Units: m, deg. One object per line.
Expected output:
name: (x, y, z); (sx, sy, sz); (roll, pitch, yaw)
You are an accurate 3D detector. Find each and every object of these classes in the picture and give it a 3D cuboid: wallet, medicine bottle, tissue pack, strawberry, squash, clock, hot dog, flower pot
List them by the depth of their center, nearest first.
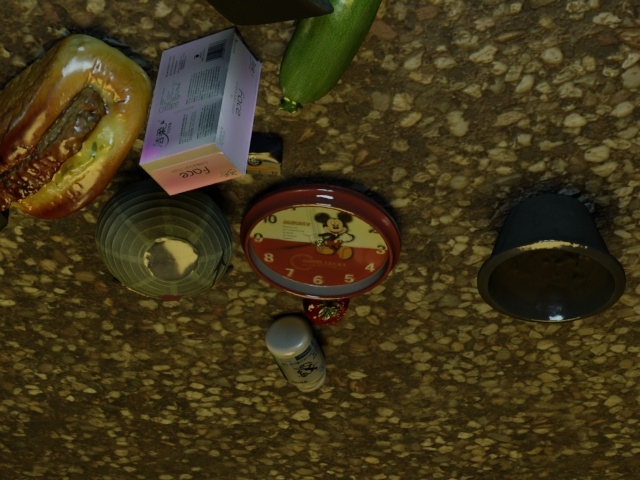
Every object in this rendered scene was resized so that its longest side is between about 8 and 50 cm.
wallet: (-0.105, -0.379, 1.680); (0.245, 0.052, 0.168); (6, 153, 49)
squash: (0.017, -0.325, 1.753); (0.107, 0.107, 0.395); (15, 143, -14)
tissue pack: (-0.190, -0.206, 1.823); (0.148, 0.246, 0.092); (-12, 142, 25)
hot dog: (-0.467, -0.163, 1.940); (0.405, 0.223, 0.185); (-27, 136, 37)
flower pot: (0.429, 0.021, 2.131); (0.268, 0.166, 0.269); (6, 145, 4)
clock: (0.000, 0.000, 2.227); (0.318, 0.080, 0.319); (5, 140, 4)
strawberry: (0.014, 0.130, 2.394); (0.106, 0.106, 0.106); (3, 144, 2)
medicine bottle: (-0.049, 0.257, 2.561); (0.107, 0.107, 0.191); (-6, 142, 15)

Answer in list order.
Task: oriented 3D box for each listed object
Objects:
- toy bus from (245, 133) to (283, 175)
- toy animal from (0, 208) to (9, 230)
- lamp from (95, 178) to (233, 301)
toy bus: (-0.152, -0.153, 2.054); (0.171, 0.058, 0.072); (3, 153, 3)
toy animal: (-0.662, -0.092, 2.144); (0.146, 0.115, 0.245); (22, 168, 17)
lamp: (-0.287, -0.004, 2.142); (0.265, 0.233, 0.233); (4, 145, -12)
